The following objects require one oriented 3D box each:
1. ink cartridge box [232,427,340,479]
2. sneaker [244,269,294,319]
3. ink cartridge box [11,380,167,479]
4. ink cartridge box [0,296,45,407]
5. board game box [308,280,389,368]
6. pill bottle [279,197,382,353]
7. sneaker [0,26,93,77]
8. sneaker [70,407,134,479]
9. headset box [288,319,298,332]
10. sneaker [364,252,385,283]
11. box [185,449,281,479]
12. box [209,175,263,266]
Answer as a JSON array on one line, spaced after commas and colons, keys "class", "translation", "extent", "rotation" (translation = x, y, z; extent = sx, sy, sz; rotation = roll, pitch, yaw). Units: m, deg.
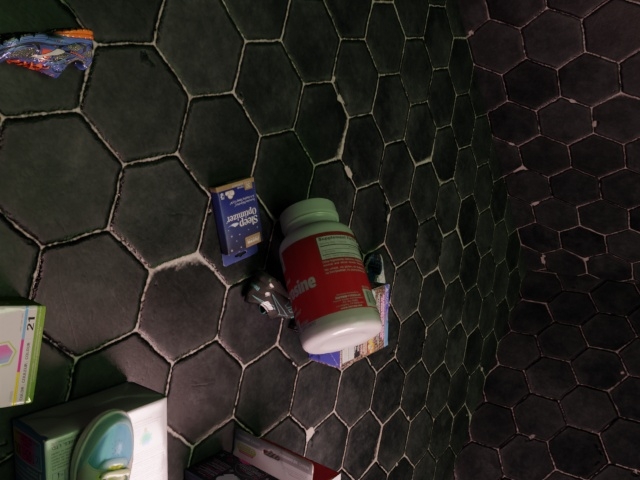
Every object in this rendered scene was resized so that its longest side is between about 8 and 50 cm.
[{"class": "ink cartridge box", "translation": [-0.103, 0.685, 1.461], "extent": [0.130, 0.309, 0.272], "rotation": [-2, 97, -52]}, {"class": "sneaker", "translation": [-0.127, 0.188, 1.550], "extent": [0.106, 0.101, 0.267], "rotation": [-55, 131, -10]}, {"class": "ink cartridge box", "translation": [-0.476, 0.539, 1.099], "extent": [0.270, 0.151, 0.395], "rotation": [-7, 99, -50]}, {"class": "ink cartridge box", "translation": [-0.636, 0.197, 0.892], "extent": [0.255, 0.097, 0.189], "rotation": [8, 89, -52]}, {"class": "board game box", "translation": [0.101, 0.277, 1.790], "extent": [0.291, 0.141, 0.232], "rotation": [-10, 103, -50]}, {"class": "pill bottle", "translation": [0.012, 0.094, 1.474], "extent": [0.229, 0.229, 0.407], "rotation": [18, 49, -51]}, {"class": "sneaker", "translation": [-0.522, -0.346, 0.970], "extent": [0.221, 0.083, 0.087], "rotation": [-29, 125, -42]}, {"class": "sneaker", "translation": [-0.367, 0.488, 0.947], "extent": [0.127, 0.208, 0.319], "rotation": [13, 85, -50]}, {"class": "headset box", "translation": [-0.054, 0.287, 1.661], "extent": [0.083, 0.062, 0.032], "rotation": [40, 65, -45]}, {"class": "sneaker", "translation": [0.215, 0.132, 1.982], "extent": [0.083, 0.071, 0.190], "rotation": [-28, 125, -53]}, {"class": "box", "translation": [-0.228, 0.689, 1.355], "extent": [0.142, 0.247, 0.163], "rotation": [-6, 100, -49]}, {"class": "box", "translation": [-0.224, -0.052, 1.420], "extent": [0.136, 0.036, 0.225], "rotation": [-26, 117, -47]}]
